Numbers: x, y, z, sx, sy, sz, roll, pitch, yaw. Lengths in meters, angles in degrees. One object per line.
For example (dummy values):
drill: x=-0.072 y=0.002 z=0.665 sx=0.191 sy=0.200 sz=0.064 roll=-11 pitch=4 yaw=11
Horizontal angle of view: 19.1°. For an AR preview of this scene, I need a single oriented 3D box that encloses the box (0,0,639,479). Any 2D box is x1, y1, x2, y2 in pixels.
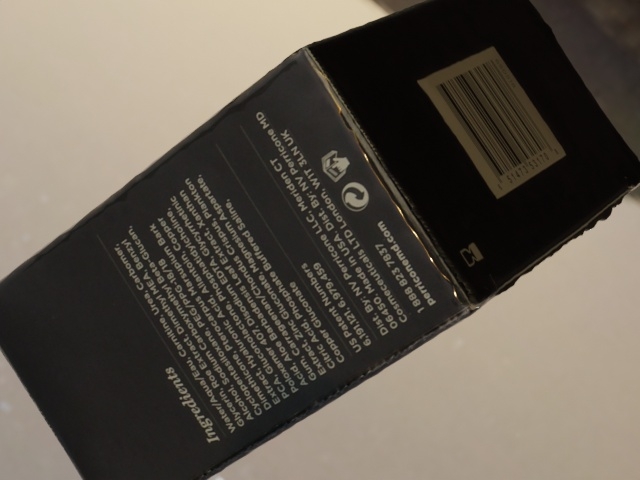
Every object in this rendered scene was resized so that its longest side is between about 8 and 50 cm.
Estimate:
box: x=0.000 y=0.000 z=0.629 sx=0.093 sy=0.158 sz=0.156 roll=56 pitch=-149 yaw=3
